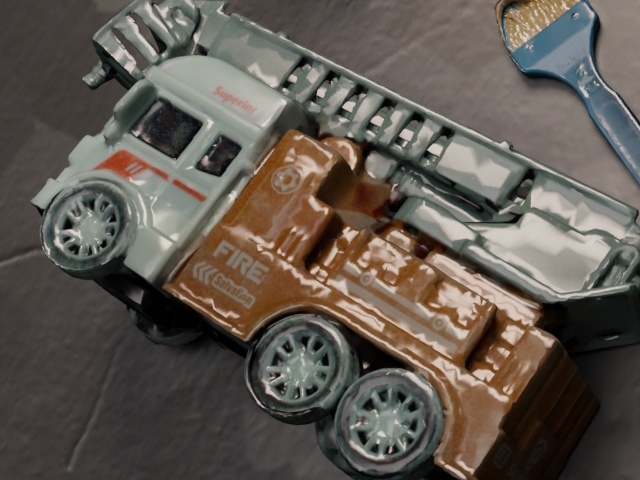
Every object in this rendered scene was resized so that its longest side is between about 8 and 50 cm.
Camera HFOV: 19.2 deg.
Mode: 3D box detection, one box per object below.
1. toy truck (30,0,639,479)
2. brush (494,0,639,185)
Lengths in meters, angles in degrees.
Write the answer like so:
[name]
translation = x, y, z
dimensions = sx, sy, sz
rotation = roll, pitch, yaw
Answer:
[toy truck]
translation = 0.000, 0.000, 0.983
dimensions = 0.338, 0.133, 0.184
rotation = 32, 82, 27
[brush]
translation = 0.146, -0.076, 0.992
dimensions = 0.051, 0.014, 0.164
rotation = -39, 63, 14
